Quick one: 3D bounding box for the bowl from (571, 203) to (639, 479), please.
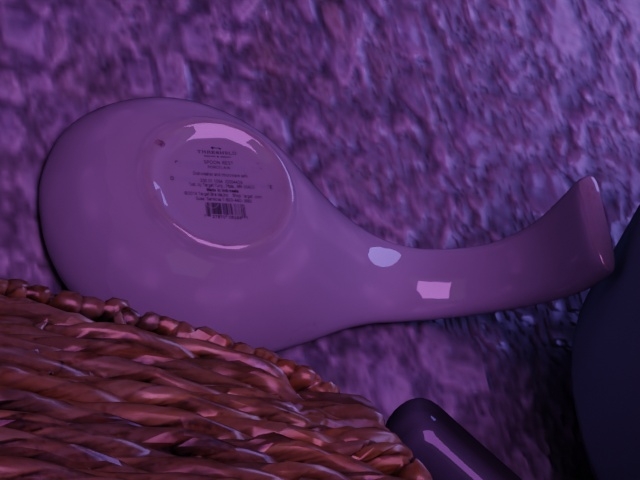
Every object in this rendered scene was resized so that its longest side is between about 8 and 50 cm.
[{"bbox_3d":[0.249,0.080,0.966,0.311,0.163,0.311,21,51,-28],"label":"bowl"}]

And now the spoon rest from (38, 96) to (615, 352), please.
[{"bbox_3d":[0.000,0.000,0.902,0.276,0.084,0.137,5,58,-20],"label":"spoon rest"}]

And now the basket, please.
[{"bbox_3d":[-0.118,0.153,0.690,0.299,0.223,0.213,13,23,-32],"label":"basket"}]

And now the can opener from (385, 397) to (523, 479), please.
[{"bbox_3d":[0.122,0.180,0.888,0.280,0.074,0.093,40,12,-13],"label":"can opener"}]
